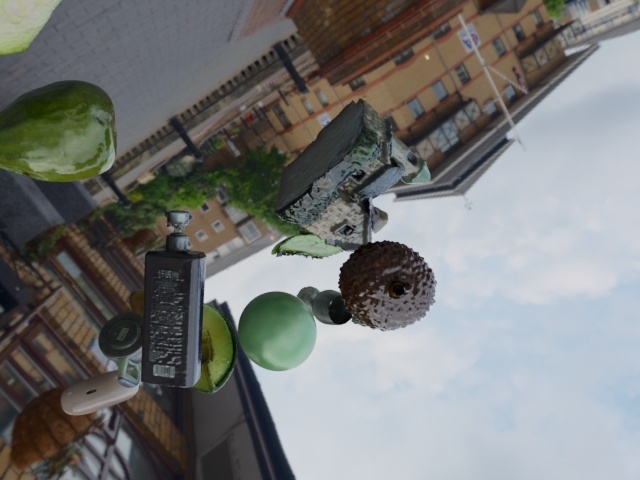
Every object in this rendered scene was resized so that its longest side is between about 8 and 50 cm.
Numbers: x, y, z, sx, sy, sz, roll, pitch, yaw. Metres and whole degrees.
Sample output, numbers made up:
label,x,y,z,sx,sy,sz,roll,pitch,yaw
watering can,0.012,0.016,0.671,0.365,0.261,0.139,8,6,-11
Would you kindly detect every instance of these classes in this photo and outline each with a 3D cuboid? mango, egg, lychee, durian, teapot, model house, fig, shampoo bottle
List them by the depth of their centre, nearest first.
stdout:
label,x,y,z,sx,sy,sz,roll,pitch,yaw
fig,-0.447,-0.171,0.838,0.167,0.167,0.233,-17,-161,47
shampoo bottle,-0.259,0.100,0.880,0.099,0.309,0.071,5,-173,7
lychee,0.133,0.090,0.985,0.200,0.200,0.238,-33,-175,-2
teapot,-0.414,0.242,1.106,0.111,0.108,0.149,-32,-121,-17
model house,0.090,-0.133,1.196,0.298,0.284,0.243,-38,-148,31
egg,-0.121,0.263,1.426,0.221,0.269,0.220,-5,-125,7
durian,0.004,0.006,1.515,0.376,0.132,0.107,-6,-156,-38
mango,-0.575,0.234,1.668,0.111,0.163,0.089,-21,170,-6

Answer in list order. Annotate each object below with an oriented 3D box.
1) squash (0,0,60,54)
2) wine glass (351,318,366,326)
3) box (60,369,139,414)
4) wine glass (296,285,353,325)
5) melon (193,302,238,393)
label,x,y,z,sx,sy,sz,roll,pitch,yaw
squash,-0.494,-0.435,0.618,0.234,0.309,0.210,-44,174,17
wine glass,0.169,0.201,1.793,0.103,0.222,0.103,6,-142,-5
box,-0.612,0.423,1.386,0.201,0.088,0.146,-17,165,-8
wine glass,0.014,0.229,1.749,0.126,0.126,0.241,-39,-163,-22
melon,-0.339,0.298,1.420,0.129,0.264,0.169,-16,170,-45
